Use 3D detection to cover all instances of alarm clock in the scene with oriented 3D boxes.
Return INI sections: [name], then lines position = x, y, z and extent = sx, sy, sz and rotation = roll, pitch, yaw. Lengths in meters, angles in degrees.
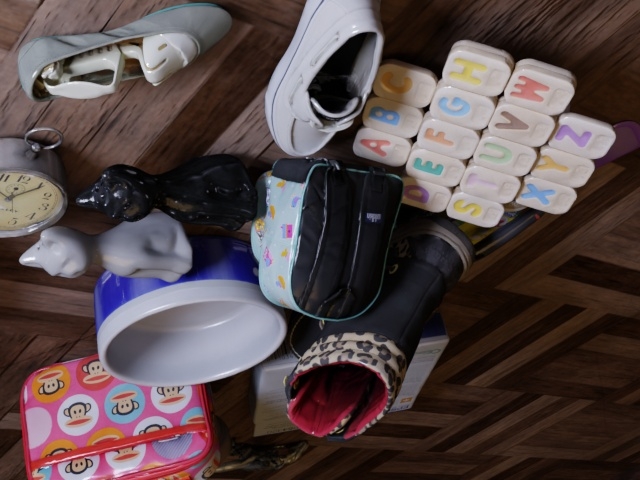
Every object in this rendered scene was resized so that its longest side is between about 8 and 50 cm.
[alarm clock]
position = -0.335, -0.070, 1.053
extent = 0.129, 0.064, 0.192
rotation = 13, 143, -38

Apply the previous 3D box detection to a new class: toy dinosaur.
[toy dinosaur]
position = -0.145, 0.453, 2.008
extent = 0.268, 0.064, 0.118
rotation = -2, 154, -14

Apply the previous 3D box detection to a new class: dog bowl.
[dog bowl]
position = -0.185, 0.106, 1.369
extent = 0.265, 0.104, 0.265
rotation = -10, 149, -6

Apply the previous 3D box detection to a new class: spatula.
[spatula]
position = 0.320, -0.065, 1.339
extent = 0.296, 0.030, 0.084
rotation = -41, 144, 7

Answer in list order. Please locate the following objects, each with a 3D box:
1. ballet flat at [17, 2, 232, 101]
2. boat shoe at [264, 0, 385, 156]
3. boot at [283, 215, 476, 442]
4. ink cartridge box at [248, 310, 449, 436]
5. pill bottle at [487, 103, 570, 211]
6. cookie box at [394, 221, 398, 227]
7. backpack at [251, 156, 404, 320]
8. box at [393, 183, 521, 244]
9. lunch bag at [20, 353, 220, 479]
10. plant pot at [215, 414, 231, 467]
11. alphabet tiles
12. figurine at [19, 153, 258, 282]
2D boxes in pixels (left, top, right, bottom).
[ballet flat]
position = -0.186, -0.175, 0.941
extent = 0.213, 0.068, 0.072
rotation = -12, 150, -4
[boat shoe]
position = 0.009, -0.161, 1.026
extent = 0.096, 0.088, 0.267
rotation = -1, 148, -23
[boot]
position = 0.031, 0.143, 1.317
extent = 0.138, 0.284, 0.377
rotation = 46, 135, -12
[ink cartridge box]
position = 0.037, 0.243, 1.730
extent = 0.324, 0.071, 0.330
rotation = -8, 152, -13
[pill bottle]
position = 0.249, -0.118, 1.195
extent = 0.094, 0.094, 0.169
rotation = -8, 149, -12
[cookie box]
position = 0.040, -0.035, 1.297
extent = 0.107, 0.040, 0.092
rotation = -19, 150, 8
[backpack]
position = 0.000, 0.000, 1.166
extent = 0.166, 0.188, 0.144
rotation = 5, 180, -42
[box]
position = 0.192, -0.026, 1.376
extent = 0.179, 0.043, 0.105
rotation = -32, 145, 31
[lunch bag]
position = -0.306, 0.300, 1.486
extent = 0.293, 0.258, 0.120
rotation = -13, 150, -3
[plant pot]
position = -0.276, 0.319, 1.630
extent = 0.238, 0.237, 0.109
rotation = -10, 108, -7
[alphabet tiles]
position = 0.184, -0.113, 1.128
extent = 0.278, 0.021, 0.284
rotation = 18, 146, 0
[figurine]
position = -0.216, -0.021, 1.114
extent = 0.215, 0.092, 0.209
rotation = -37, 158, 34
